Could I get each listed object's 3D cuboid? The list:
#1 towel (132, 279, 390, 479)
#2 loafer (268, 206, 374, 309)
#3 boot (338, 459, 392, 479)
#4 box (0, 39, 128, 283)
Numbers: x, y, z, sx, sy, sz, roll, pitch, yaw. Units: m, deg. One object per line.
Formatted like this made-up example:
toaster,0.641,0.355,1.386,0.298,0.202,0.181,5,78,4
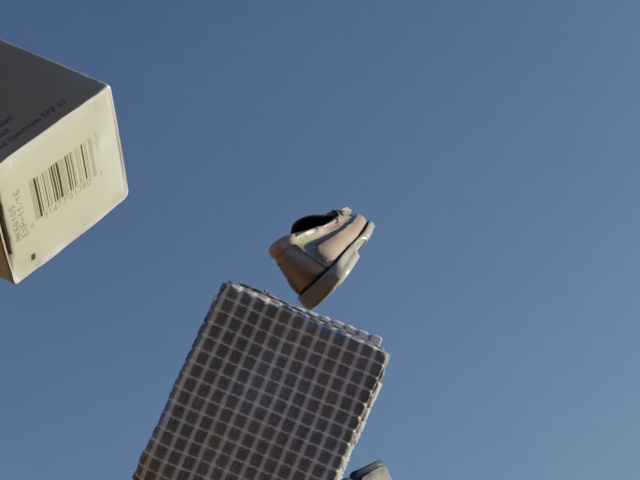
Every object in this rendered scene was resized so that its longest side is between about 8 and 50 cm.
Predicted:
towel,-0.067,0.206,1.676,0.235,0.283,0.121,22,-10,6
loafer,0.000,0.000,0.745,0.039,0.125,0.045,45,-76,-4
boot,0.111,0.338,1.534,0.118,0.222,0.338,-37,-17,22
box,-0.330,-0.100,1.183,0.311,0.148,0.121,23,-43,26
